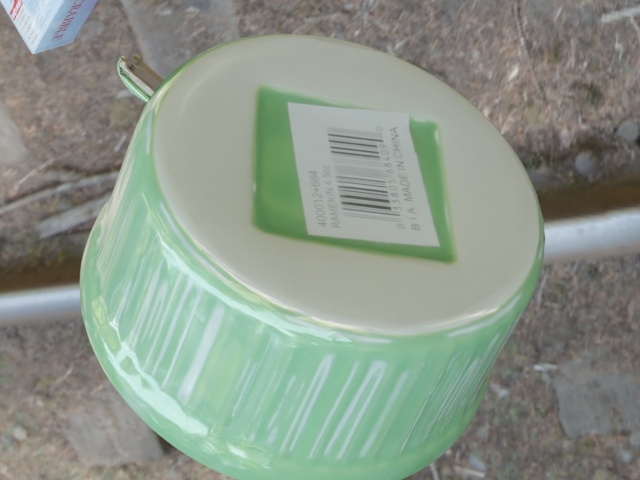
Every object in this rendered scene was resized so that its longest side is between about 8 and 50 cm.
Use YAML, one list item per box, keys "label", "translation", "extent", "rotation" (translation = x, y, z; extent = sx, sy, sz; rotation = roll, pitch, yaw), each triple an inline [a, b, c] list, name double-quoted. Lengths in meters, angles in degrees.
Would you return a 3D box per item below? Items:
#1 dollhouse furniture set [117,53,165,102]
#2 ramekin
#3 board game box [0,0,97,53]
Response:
- label: "dollhouse furniture set"
  translation: [-0.124, -0.089, 0.908]
  extent: [0.151, 0.076, 0.058]
  rotation: [40, 101, -9]
- label: "ramekin"
  translation: [0.000, 0.000, 0.723]
  extent: [0.303, 0.303, 0.148]
  rotation: [26, 136, 2]
- label: "board game box"
  translation: [-0.329, -0.428, 1.203]
  extent: [0.318, 0.066, 0.318]
  rotation: [58, 140, 4]
